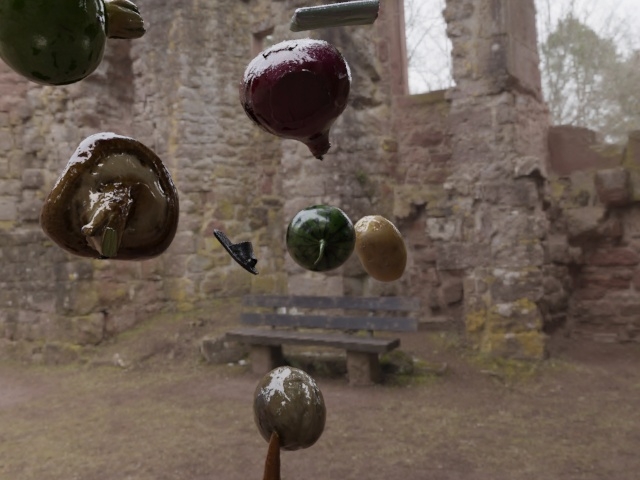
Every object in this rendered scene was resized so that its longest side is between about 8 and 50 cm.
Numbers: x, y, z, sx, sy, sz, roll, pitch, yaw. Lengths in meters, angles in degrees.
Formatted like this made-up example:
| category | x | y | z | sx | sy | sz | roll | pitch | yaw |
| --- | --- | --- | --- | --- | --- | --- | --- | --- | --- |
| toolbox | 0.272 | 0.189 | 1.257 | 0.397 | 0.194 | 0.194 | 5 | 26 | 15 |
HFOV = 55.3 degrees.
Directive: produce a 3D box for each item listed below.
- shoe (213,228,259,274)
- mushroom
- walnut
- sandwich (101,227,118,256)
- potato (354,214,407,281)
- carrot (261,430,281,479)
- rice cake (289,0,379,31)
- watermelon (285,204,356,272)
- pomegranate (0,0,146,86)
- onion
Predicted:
| category | x | y | z | sx | sy | sz | roll | pitch | yaw |
| --- | --- | --- | --- | --- | --- | --- | --- | --- | --- |
| shoe | -0.198 | 0.016 | 1.494 | 0.159 | 0.053 | 0.062 | 43 | 5 | 19 |
| mushroom | -0.480 | -0.085 | 1.469 | 0.346 | 0.345 | 0.260 | -2 | -1 | -44 |
| walnut | -0.059 | 0.315 | 1.149 | 0.140 | 0.140 | 0.162 | -3 | 31 | -22 |
| sandwich | -0.407 | 0.010 | 1.179 | 0.031 | 0.043 | 0.083 | 5 | -23 | -18 |
| potato | 0.141 | 0.019 | 1.425 | 0.109 | 0.178 | 0.118 | -34 | 32 | -12 |
| carrot | -0.087 | 0.428 | 1.081 | 0.048 | 0.216 | 0.048 | 5 | 20 | -2 |
| rice cake | 0.038 | -0.540 | 1.464 | 0.222 | 0.042 | 0.080 | -11 | -5 | -14 |
| watermelon | 0.001 | -0.004 | 0.843 | 0.109 | 0.108 | 0.109 | -3 | -1 | 0 |
| pomegranate | -0.418 | -0.335 | 0.989 | 0.190 | 0.159 | 0.241 | 3 | 21 | 18 |
| onion | -0.034 | -0.225 | 1.040 | 0.195 | 0.218 | 0.139 | -13 | 28 | 10 |
